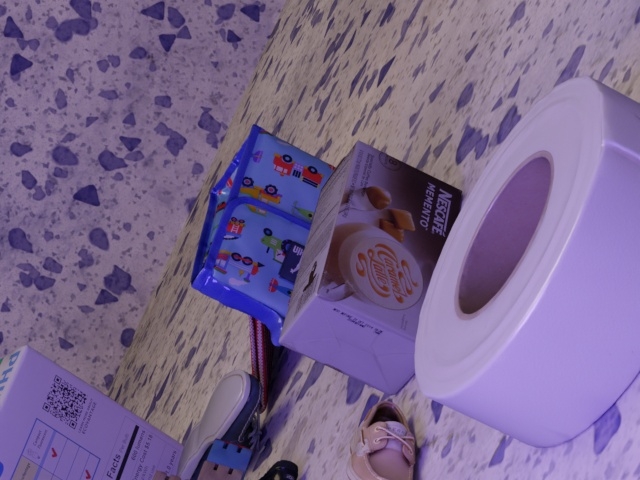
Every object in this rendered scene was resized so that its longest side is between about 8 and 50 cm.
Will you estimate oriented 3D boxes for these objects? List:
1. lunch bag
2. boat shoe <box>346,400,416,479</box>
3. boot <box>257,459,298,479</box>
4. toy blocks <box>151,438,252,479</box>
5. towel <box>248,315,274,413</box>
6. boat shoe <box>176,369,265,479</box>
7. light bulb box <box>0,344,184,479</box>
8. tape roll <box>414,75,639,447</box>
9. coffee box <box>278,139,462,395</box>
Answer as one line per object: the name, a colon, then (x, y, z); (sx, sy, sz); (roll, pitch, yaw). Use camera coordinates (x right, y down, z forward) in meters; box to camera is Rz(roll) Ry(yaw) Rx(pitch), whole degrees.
lunch bag: (-0.036, 0.028, 1.812); (0.138, 0.221, 0.293); (-55, 14, 35)
boat shoe: (0.061, 0.198, 1.413); (0.170, 0.063, 0.059); (-108, 40, -75)
boot: (-0.062, 0.324, 1.739); (0.121, 0.045, 0.099); (-54, 18, 37)
toy blocks: (-0.176, 0.404, 1.730); (0.261, 0.190, 0.381); (-70, -4, -65)
towel: (-0.086, 0.096, 2.147); (0.275, 0.031, 0.199); (-86, -6, -63)
boat shoe: (-0.124, 0.267, 2.034); (0.095, 0.079, 0.254); (-87, 21, -46)
light bulb box: (-0.389, 0.405, 2.104); (0.225, 0.361, 0.358); (-27, 34, 44)
tape roll: (0.185, 0.015, 1.175); (0.286, 0.100, 0.286); (-59, 12, 20)
coffee box: (0.059, 0.026, 1.609); (0.098, 0.141, 0.246); (-53, 14, 43)
